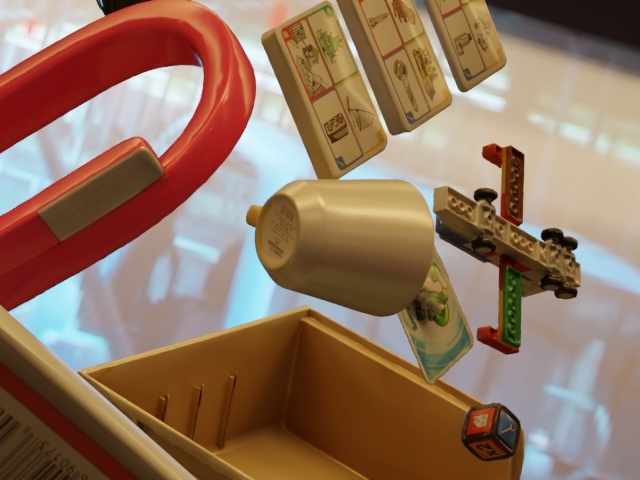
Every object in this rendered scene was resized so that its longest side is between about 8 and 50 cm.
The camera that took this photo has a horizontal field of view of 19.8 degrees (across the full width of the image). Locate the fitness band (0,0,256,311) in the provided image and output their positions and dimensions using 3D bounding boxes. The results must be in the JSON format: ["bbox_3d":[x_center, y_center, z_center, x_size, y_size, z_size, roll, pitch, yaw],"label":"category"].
[{"bbox_3d":[-0.175,-0.050,1.164,0.054,0.290,0.209,58,6,-32],"label":"fitness band"}]

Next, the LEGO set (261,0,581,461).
[{"bbox_3d":[0.057,-0.016,0.933,0.060,0.244,0.182,-15,14,38],"label":"LEGO set"}]

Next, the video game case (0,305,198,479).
[{"bbox_3d":[-0.131,0.175,0.526,0.204,0.285,0.025,46,0,-28],"label":"video game case"}]

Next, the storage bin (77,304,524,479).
[{"bbox_3d":[-0.015,0.180,1.445,0.260,0.123,0.262,27,26,35],"label":"storage bin"}]

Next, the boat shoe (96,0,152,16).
[{"bbox_3d":[-0.090,-0.251,1.518,0.109,0.089,0.258,-1,-33,-37],"label":"boat shoe"}]

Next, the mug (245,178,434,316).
[{"bbox_3d":[0.002,0.003,0.811,0.064,0.062,0.078,8,-25,-37],"label":"mug"}]
